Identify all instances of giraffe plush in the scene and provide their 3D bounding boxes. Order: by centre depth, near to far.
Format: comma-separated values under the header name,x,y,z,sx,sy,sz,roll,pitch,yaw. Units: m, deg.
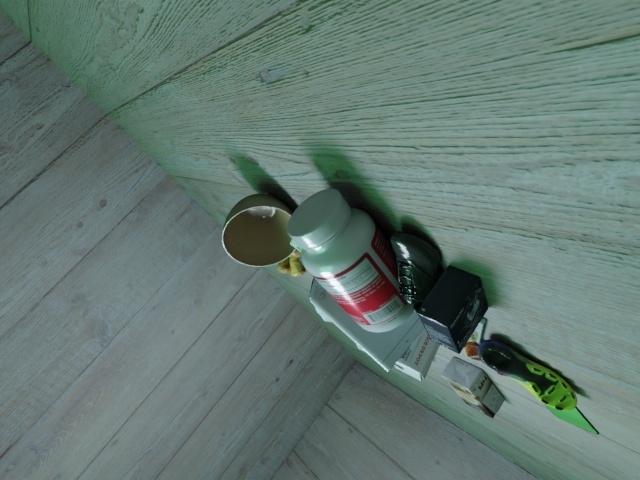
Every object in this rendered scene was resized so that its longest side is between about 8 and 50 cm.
name,x,y,z,sx,sy,sz,roll,pitch,yaw
giraffe plush,-0.098,0.029,1.719,0.170,0.181,0.210,113,141,-63

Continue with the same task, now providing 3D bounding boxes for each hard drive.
name,x,y,z,sx,sy,sz,roll,pitch,yaw
hard drive,0.170,0.240,1.432,0.353,0.233,0.047,40,167,15

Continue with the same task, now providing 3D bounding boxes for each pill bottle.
name,x,y,z,sx,sy,sz,roll,pitch,yaw
pill bottle,0.094,0.059,1.167,0.408,0.229,0.229,49,162,-30

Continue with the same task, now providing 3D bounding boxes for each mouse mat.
name,x,y,z,sx,sy,sz,roll,pitch,yaw
mouse mat,0.787,0.550,1.344,0.190,0.007,0.152,46,163,-18

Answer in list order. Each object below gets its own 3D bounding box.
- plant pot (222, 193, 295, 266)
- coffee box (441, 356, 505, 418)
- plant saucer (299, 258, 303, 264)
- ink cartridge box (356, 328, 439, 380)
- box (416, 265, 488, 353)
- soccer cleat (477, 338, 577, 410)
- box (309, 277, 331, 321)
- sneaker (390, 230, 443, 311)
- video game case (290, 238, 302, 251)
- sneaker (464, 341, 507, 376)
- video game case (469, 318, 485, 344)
name,x,y,z,sx,sy,sz,roll,pitch,yaw
plant pot,-0.229,-0.069,1.572,0.284,0.284,0.191,53,-166,-40
coffee box,0.619,0.595,1.678,0.246,0.098,0.141,48,163,-28
plant saucer,-0.088,0.086,1.938,0.192,0.018,0.067,47,-172,30
ink cartridge box,0.294,0.363,1.547,0.272,0.197,0.114,22,158,26
box,0.342,0.179,1.062,0.093,0.156,0.158,24,158,43
soccer cleat,0.599,0.379,1.205,0.289,0.093,0.121,31,-167,15
box,0.103,0.247,1.690,0.231,0.127,0.262,4,151,19
sneaker,0.253,0.092,1.082,0.109,0.130,0.286,21,154,54
video game case,0.000,0.000,1.414,0.190,0.022,0.173,36,125,13
sneaker,0.551,0.375,1.333,0.175,0.064,0.067,29,-162,13
video game case,0.411,0.234,1.306,0.212,0.023,0.193,30,161,30
